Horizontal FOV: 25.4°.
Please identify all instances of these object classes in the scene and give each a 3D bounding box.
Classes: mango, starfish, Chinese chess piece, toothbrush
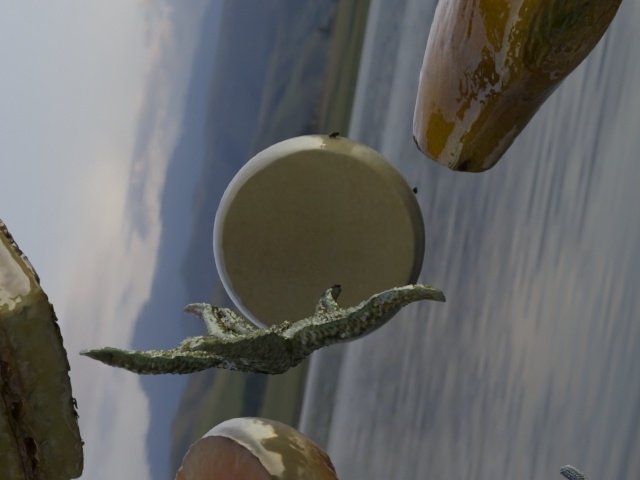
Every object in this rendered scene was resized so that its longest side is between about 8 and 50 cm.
[{"bbox_3d":[0.177,-0.205,1.279,0.359,0.144,0.187,118,172,-50],"label":"mango"},{"bbox_3d":[-0.076,0.100,1.468,0.347,0.358,0.078,-170,70,-70],"label":"starfish"},{"bbox_3d":[0.000,0.000,1.781,0.102,0.273,0.273,-68,-13,-80],"label":"Chinese chess piece"},{"bbox_3d":[0.454,0.404,2.059,0.025,0.275,0.019,10,-71,-49],"label":"toothbrush"}]

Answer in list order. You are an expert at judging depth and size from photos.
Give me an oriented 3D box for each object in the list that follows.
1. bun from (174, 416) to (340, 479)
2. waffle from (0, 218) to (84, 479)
[{"bbox_3d":[-0.058,0.377,1.856,0.299,0.165,0.299,4,95,52],"label":"bun"},{"bbox_3d":[-0.339,0.037,1.220,0.376,0.114,0.261,47,151,34],"label":"waffle"}]
